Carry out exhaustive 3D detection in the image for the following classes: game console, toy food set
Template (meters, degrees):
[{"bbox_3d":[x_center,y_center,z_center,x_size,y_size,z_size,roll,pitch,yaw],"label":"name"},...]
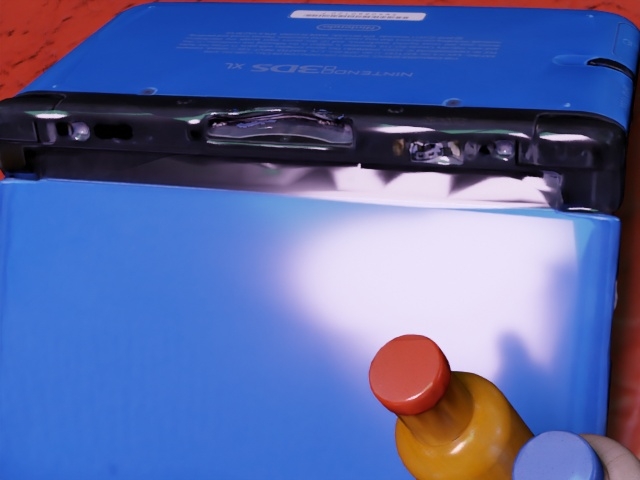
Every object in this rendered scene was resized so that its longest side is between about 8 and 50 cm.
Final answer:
[{"bbox_3d":[0.000,0.000,0.607,0.293,0.173,0.250,5,29,15],"label":"game console"},{"bbox_3d":[0.068,0.139,0.334,0.111,0.104,0.232,-13,52,24],"label":"toy food set"}]
